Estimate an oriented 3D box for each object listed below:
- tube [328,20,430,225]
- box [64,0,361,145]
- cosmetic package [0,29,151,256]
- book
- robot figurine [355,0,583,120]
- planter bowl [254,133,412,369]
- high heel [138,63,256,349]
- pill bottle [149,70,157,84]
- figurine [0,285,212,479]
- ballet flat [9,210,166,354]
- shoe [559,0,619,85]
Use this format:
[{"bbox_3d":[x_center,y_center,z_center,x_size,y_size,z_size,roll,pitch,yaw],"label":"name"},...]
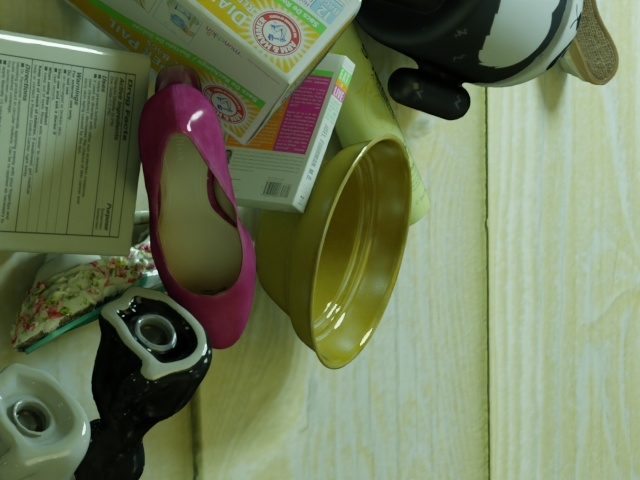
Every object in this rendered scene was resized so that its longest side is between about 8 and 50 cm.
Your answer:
[{"bbox_3d":[0.038,-0.120,1.818,0.062,0.070,0.240,-28,119,-7],"label":"tube"},{"bbox_3d":[-0.089,-0.190,1.503,0.203,0.103,0.114,38,56,-2],"label":"box"},{"bbox_3d":[-0.268,-0.075,1.368,0.309,0.113,0.160,5,92,-54],"label":"cosmetic package"},{"bbox_3d":[-0.034,-0.097,1.690,0.035,0.096,0.144,39,66,-49],"label":"book"},{"bbox_3d":[0.135,-0.242,1.823,0.278,0.209,0.173,18,41,-54],"label":"robot figurine"},{"bbox_3d":[0.000,0.000,1.742,0.217,0.090,0.217,15,90,-69],"label":"planter bowl"},{"bbox_3d":[-0.091,-0.006,1.465,0.117,0.082,0.244,-97,-175,-63],"label":"high heel"},{"bbox_3d":[-0.080,-0.179,1.622,0.152,0.086,0.086,-35,123,-45],"label":"pill bottle"},{"bbox_3d":[-0.195,0.167,1.492,0.215,0.092,0.209,-34,156,-42],"label":"figurine"},{"bbox_3d":[-0.174,0.023,1.556,0.241,0.091,0.077,-25,86,-53],"label":"ballet flat"},{"bbox_3d":[0.265,-0.268,2.104,0.076,0.058,0.219,-32,119,-23],"label":"shoe"}]
